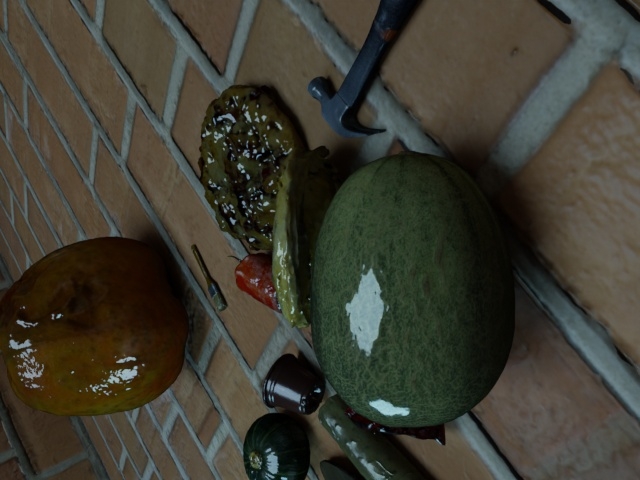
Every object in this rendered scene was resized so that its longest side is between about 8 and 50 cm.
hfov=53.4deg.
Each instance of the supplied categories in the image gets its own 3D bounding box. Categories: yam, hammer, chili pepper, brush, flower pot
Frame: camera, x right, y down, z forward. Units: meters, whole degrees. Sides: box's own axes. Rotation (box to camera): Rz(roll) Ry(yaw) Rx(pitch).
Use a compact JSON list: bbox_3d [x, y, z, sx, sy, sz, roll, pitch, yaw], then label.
[{"bbox_3d":[0.131,0.399,1.037,0.371,0.083,0.083,45,138,35],"label":"yam"},{"bbox_3d":[0.074,-0.248,0.824,0.137,0.037,0.289,57,143,18],"label":"hammer"},{"bbox_3d":[-0.118,0.066,1.202,0.192,0.084,0.086,29,112,37],"label":"chili pepper"},{"bbox_3d":[-0.259,0.084,1.460,0.169,0.014,0.043,63,146,12],"label":"brush"},{"bbox_3d":[-0.043,0.281,1.206,0.089,0.111,0.111,18,122,30],"label":"flower pot"}]

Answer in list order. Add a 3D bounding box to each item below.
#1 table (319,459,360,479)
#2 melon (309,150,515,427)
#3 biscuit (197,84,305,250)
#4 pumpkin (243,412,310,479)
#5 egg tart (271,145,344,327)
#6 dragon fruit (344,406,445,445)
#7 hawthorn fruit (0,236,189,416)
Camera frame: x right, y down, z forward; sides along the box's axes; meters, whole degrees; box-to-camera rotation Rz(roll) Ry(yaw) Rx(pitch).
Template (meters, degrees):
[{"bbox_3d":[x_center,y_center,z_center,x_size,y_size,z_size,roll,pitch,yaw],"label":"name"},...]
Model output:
[{"bbox_3d":[0.002,0.575,1.096,0.317,0.249,0.317,47,152,35],"label":"table"},{"bbox_3d":[0.107,0.060,0.755,0.249,0.249,0.329,15,111,49],"label":"melon"},{"bbox_3d":[-0.140,-0.121,1.141,0.334,0.081,0.289,-39,74,55],"label":"biscuit"},{"bbox_3d":[-0.090,0.441,1.315,0.167,0.125,0.167,4,97,37],"label":"pumpkin"},{"bbox_3d":[0.000,0.000,0.930,0.107,0.290,0.290,1,115,7],"label":"egg tart"},{"bbox_3d":[0.106,0.281,0.986,0.192,0.122,0.092,-19,106,53],"label":"dragon fruit"},{"bbox_3d":[-0.567,0.215,1.579,0.472,0.472,0.471,28,128,43],"label":"hawthorn fruit"}]
